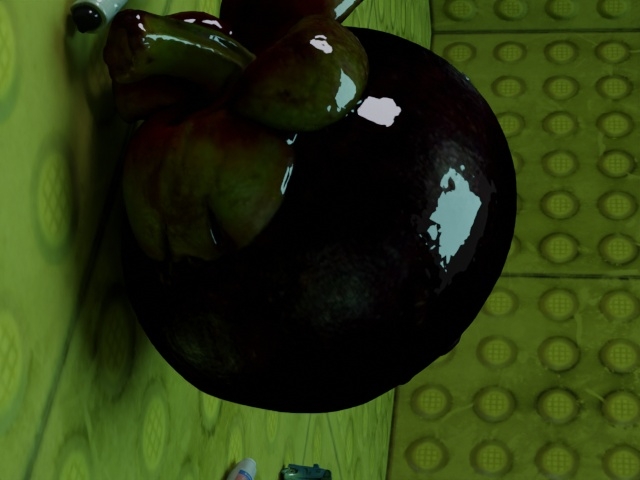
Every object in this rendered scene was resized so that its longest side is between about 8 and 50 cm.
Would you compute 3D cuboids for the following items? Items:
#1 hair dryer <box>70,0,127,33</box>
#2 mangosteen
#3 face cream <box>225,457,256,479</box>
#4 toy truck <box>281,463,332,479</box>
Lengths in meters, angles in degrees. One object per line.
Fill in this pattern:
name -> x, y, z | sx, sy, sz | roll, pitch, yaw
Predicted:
hair dryer -> -0.144, -0.252, 1.131 | 0.236, 0.131, 0.073 | -59, 154, -44
mangosteen -> -0.028, -0.056, 1.183 | 0.435, 0.382, 0.382 | 54, 24, -19
face cream -> -0.103, 0.304, 1.607 | 0.130, 0.034, 0.034 | -60, 149, -72
toy truck -> -0.028, 0.386, 1.900 | 0.175, 0.081, 0.067 | -54, 141, -73
